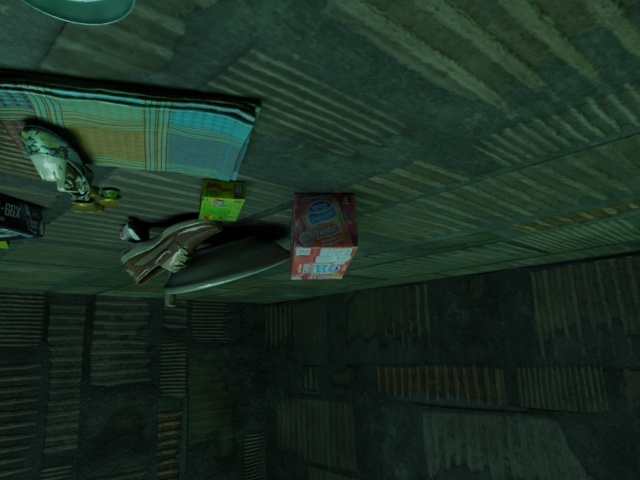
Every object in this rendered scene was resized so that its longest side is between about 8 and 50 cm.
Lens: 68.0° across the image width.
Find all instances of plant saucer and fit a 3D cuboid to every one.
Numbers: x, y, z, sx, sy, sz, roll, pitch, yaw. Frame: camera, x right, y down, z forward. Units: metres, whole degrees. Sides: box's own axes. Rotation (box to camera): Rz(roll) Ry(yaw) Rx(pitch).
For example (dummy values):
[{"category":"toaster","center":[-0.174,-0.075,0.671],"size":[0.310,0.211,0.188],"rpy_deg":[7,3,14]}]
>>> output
[{"category":"plant saucer","center":[-0.290,0.056,1.455],"size":[0.399,0.101,0.400],"rpy_deg":[-14,-175,1]},{"category":"plant saucer","center":[-0.235,-0.249,0.442],"size":[0.119,0.022,0.119],"rpy_deg":[-2,167,0]}]

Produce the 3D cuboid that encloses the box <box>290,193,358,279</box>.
[{"category":"box","center":[0.000,0.000,1.240],"size":[0.153,0.142,0.300],"rpy_deg":[0,161,-4]}]

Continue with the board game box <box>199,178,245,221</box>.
[{"category":"board game box","center":[-0.231,-0.089,1.099],"size":[0.092,0.043,0.181],"rpy_deg":[3,166,-16]}]

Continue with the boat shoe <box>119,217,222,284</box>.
[{"category":"boat shoe","center":[-0.402,0.029,1.317],"size":[0.324,0.117,0.123],"rpy_deg":[-23,174,19]}]

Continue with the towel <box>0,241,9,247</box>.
[{"category":"towel","center":[-0.995,-0.011,1.414],"size":[0.102,0.021,0.237],"rpy_deg":[11,164,-26]}]

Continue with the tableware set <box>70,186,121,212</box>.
[{"category":"tableware set","center":[-0.519,-0.094,1.099],"size":[0.103,0.024,0.154],"rpy_deg":[1,166,-26]}]

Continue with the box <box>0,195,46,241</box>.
[{"category":"box","center":[-0.836,-0.064,1.060],"size":[0.242,0.077,0.307],"rpy_deg":[-5,167,16]}]

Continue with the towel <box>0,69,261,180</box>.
[{"category":"towel","center":[-0.299,-0.167,0.762],"size":[0.369,0.040,0.271],"rpy_deg":[3,166,-17]}]

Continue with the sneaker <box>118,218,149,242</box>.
[{"category":"sneaker","center":[-0.535,-0.020,1.336],"size":[0.075,0.057,0.161],"rpy_deg":[-6,171,-7]}]

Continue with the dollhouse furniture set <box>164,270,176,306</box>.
[{"category":"dollhouse furniture set","center":[-0.545,0.181,1.938],"size":[0.101,0.182,0.161],"rpy_deg":[-5,167,13]}]

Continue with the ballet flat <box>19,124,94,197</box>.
[{"category":"ballet flat","center":[-0.418,-0.116,0.764],"size":[0.070,0.070,0.188],"rpy_deg":[-1,167,-1]}]
